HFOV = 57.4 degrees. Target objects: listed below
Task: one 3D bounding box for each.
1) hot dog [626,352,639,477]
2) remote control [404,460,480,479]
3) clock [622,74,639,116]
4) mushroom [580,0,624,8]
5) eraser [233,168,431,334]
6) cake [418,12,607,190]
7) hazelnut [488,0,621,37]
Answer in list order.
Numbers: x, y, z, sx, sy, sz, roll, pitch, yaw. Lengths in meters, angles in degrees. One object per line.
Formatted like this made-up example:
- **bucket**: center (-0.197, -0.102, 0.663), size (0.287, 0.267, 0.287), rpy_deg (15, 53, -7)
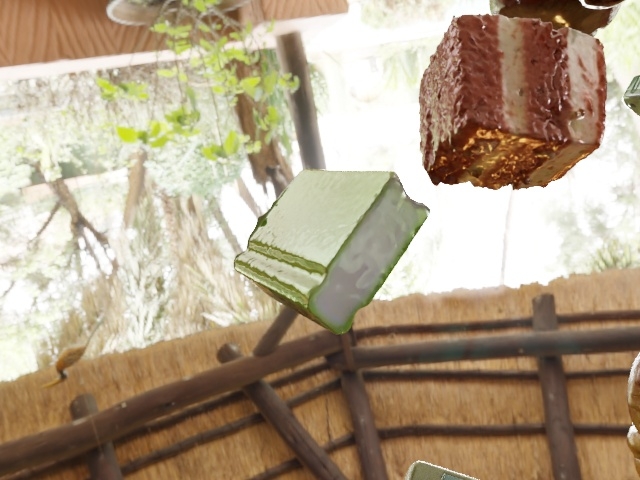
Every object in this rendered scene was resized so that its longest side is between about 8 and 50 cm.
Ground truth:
- **hot dog**: center (0.823, 0.365, 1.306), size (0.365, 0.368, 0.196), rpy_deg (-24, -161, -30)
- **remote control**: center (0.240, 0.422, 0.904), size (0.233, 0.038, 0.098), rpy_deg (18, -123, 1)
- **clock**: center (0.734, -0.264, 1.182), size (0.210, 0.066, 0.159), rpy_deg (27, -177, -20)
- **mushroom**: center (0.549, -0.568, 1.056), size (0.147, 0.218, 0.227), rpy_deg (9, 159, -29)
- **eraser**: center (0.000, 0.000, 0.818), size (0.210, 0.092, 0.274), rpy_deg (-54, -154, -12)
- **cake**: center (0.383, -0.267, 1.188), size (0.319, 0.270, 0.269), rpy_deg (5, 164, -6)
- **hazelnut**: center (0.654, -0.698, 1.599), size (0.358, 0.360, 0.409), rpy_deg (-5, 178, 24)
